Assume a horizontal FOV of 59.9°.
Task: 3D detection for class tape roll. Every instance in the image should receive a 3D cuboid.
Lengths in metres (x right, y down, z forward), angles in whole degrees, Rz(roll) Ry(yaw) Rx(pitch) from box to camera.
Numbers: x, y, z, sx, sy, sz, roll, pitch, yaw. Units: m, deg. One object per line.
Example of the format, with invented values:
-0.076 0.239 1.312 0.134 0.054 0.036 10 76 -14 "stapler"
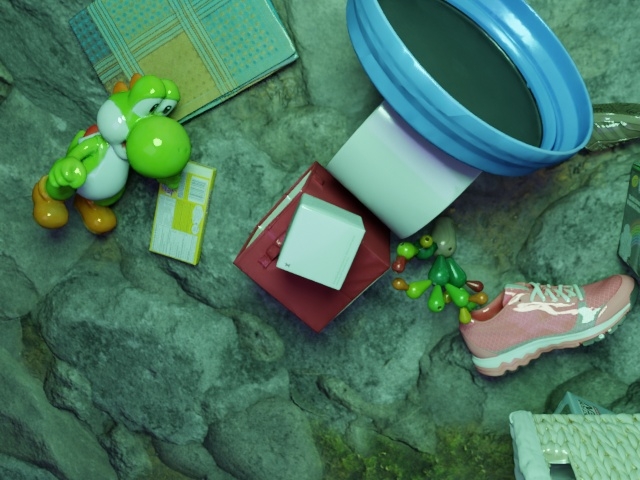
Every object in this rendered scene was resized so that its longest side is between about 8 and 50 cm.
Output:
0.150 -0.145 0.874 0.169 0.246 0.246 42 111 -2 "tape roll"

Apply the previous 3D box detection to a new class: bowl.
0.206 -0.256 0.766 0.391 0.391 0.077 43 137 -2 "bowl"

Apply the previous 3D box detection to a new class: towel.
-0.253 -0.369 1.006 0.371 0.040 0.271 -23 99 20 "towel"

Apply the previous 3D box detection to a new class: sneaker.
0.462 -0.180 0.899 0.189 0.066 0.071 6 125 16 "sneaker"
0.388 0.123 0.972 0.314 0.116 0.136 -31 97 19 "sneaker"

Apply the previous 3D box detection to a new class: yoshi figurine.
-0.363 -0.129 1.005 0.203 0.203 0.362 39 120 -20 "yoshi figurine"

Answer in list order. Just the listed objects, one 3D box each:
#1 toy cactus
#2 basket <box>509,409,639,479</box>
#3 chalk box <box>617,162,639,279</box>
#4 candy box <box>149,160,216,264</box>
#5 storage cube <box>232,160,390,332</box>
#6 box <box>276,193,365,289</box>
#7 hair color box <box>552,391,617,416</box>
0.210 0.036 0.954 0.219 0.180 0.112 29 146 -24 "toy cactus"
0.450 0.479 0.836 0.267 0.328 0.330 -5 105 12 "basket"
0.567 -0.054 0.868 0.132 0.132 0.212 4 109 12 "chalk box"
-0.276 -0.059 1.110 0.105 0.027 0.205 19 110 9 "candy box"
-0.005 0.005 0.977 0.193 0.215 0.183 41 110 -9 "storage cube"
0.000 0.000 0.819 0.102 0.087 0.101 22 105 -5 "box"
0.596 0.456 1.029 0.375 0.113 0.185 25 110 5 "hair color box"
